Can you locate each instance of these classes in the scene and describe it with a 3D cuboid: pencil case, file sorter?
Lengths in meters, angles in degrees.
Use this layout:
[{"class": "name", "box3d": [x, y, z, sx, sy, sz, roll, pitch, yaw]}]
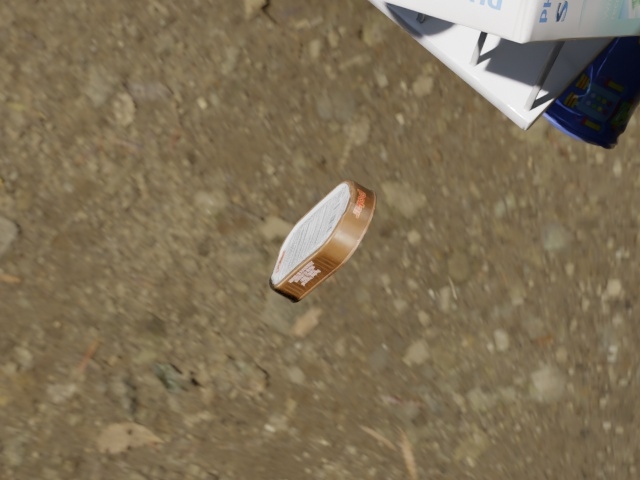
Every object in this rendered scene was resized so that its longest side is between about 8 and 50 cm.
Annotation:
[{"class": "pencil case", "box3d": [0.337, -0.256, 1.654, 0.133, 0.119, 0.306, 39, 108, 40]}, {"class": "file sorter", "box3d": [0.152, -0.282, 1.331, 0.277, 0.173, 0.193, 41, 72, 11]}]

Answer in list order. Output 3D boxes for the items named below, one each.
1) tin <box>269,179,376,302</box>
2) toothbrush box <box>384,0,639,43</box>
[{"class": "tin", "box3d": [0.000, 0.000, 1.701, 0.040, 0.189, 0.106, 32, 52, -13]}, {"class": "toothbrush box", "box3d": [0.118, -0.209, 0.927, 0.216, 0.295, 0.126, 24, 112, 32]}]
